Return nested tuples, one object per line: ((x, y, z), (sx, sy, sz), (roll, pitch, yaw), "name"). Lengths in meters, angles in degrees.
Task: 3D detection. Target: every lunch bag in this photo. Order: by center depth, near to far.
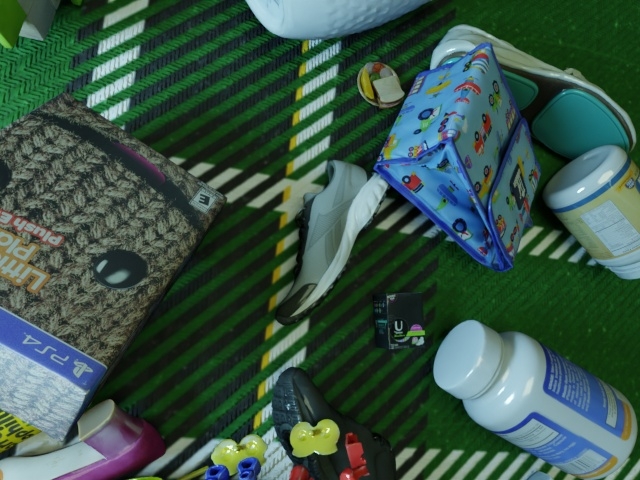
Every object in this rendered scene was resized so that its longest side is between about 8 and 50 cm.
((0.249, -0.108, 0.768), (0.293, 0.138, 0.220), (44, 56, -28), "lunch bag")

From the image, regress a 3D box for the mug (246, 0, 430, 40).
((0.051, -0.448, 0.640), (0.328, 0.374, 0.276), (-33, 87, -11), "mug")

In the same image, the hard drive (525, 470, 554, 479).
((0.373, 0.580, 0.759), (0.233, 0.047, 0.353), (-37, 94, -18), "hard drive")

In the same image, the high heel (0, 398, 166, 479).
((-0.316, 0.295, 0.594), (0.244, 0.082, 0.117), (-37, 126, -11), "high heel")

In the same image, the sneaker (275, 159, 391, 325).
((0.000, 0.000, 0.712), (0.108, 0.100, 0.271), (29, 69, -1), "sneaker")

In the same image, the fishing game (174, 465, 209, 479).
((-0.159, 0.438, 0.625), (0.189, 0.041, 0.263), (-14, 87, -15), "fishing game")

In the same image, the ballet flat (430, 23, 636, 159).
((0.377, -0.264, 0.847), (0.401, 0.139, 0.139), (21, 77, -12), "ballet flat")

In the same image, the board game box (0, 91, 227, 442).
((-0.279, 0.013, 0.528), (0.232, 0.141, 0.291), (33, 42, -10), "board game box")

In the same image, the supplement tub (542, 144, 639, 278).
((0.499, -0.047, 0.833), (0.199, 0.144, 0.144), (46, 73, -6), "supplement tub")

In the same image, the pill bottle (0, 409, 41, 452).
((-0.385, 0.186, 0.552), (0.209, 0.117, 0.117), (-25, 90, -19), "pill bottle")

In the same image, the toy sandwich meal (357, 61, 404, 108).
((0.101, -0.258, 0.805), (0.086, 0.029, 0.085), (2, 82, -16), "toy sandwich meal")

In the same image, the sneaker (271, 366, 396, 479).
((0.030, 0.293, 0.680), (0.130, 0.109, 0.286), (-29, 98, -28), "sneaker")

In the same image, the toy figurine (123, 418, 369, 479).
((-0.103, 0.369, 0.533), (0.363, 0.191, 0.217), (-15, 102, 3), "toy figurine")

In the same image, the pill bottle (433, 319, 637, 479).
((0.313, 0.231, 0.735), (0.272, 0.152, 0.152), (31, 75, -10), "pill bottle")

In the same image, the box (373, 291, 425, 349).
((0.119, 0.121, 0.745), (0.062, 0.052, 0.083), (0, 82, -17), "box")

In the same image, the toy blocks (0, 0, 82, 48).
((-0.447, -0.424, 0.602), (0.261, 0.190, 0.380), (11, 75, -4), "toy blocks")
